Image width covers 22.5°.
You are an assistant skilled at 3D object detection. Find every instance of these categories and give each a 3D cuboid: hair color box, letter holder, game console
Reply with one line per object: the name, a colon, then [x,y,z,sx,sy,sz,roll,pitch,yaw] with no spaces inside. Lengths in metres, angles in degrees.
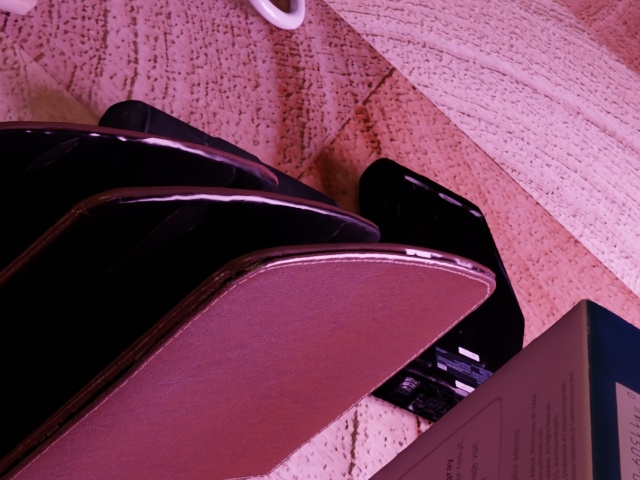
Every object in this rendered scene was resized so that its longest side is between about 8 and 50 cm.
hair color box: [0.046,0.201,0.724,0.105,0.347,0.174,31,39,-19]
letter holder: [-0.064,0.017,0.844,0.152,0.214,0.302,58,21,18]
game console: [0.000,0.000,1.137,0.361,0.044,0.213,27,38,-25]

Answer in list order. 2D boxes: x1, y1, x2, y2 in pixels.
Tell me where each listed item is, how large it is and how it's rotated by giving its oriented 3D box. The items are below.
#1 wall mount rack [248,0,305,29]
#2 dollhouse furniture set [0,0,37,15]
wall mount rack: [-0.045,-0.359,1.315,0.350,0.130,0.304,62,25,-4]
dollhouse furniture set: [-0.178,-0.406,1.099,0.394,0.362,0.256,51,13,12]
